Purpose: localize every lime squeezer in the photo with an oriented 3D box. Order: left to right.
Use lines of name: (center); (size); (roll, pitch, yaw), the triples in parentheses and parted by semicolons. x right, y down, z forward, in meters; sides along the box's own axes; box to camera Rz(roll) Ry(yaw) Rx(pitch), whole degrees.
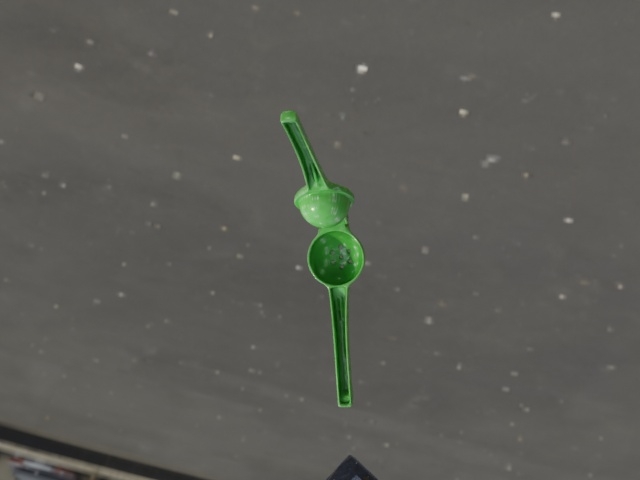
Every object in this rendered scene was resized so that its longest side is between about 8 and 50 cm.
lime squeezer: (0.000, 0.000, 0.987); (0.059, 0.110, 0.310); (6, 124, 25)

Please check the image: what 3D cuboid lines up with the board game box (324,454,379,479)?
board game box: (-0.029, 0.198, 0.329); (0.042, 0.243, 0.165); (48, 171, -25)
